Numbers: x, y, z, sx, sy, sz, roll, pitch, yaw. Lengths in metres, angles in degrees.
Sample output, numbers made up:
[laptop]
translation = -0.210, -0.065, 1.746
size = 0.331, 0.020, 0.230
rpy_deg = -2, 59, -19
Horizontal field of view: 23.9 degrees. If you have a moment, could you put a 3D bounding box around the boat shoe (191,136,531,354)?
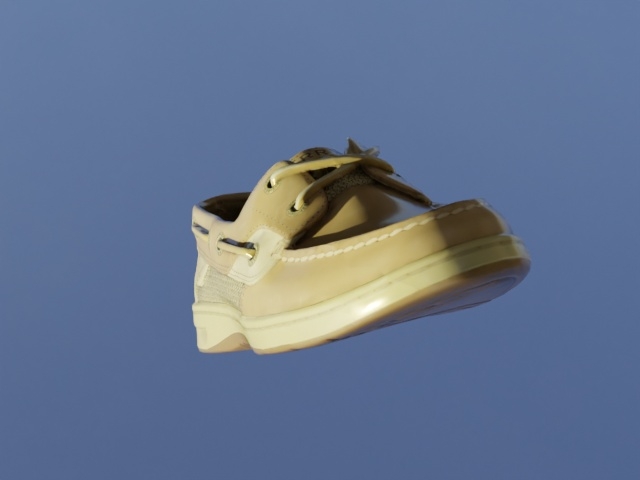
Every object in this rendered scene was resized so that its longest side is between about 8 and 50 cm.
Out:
[boat shoe]
translation = 0.000, 0.000, 0.769
size = 0.109, 0.098, 0.302
rpy_deg = -12, 180, -22
